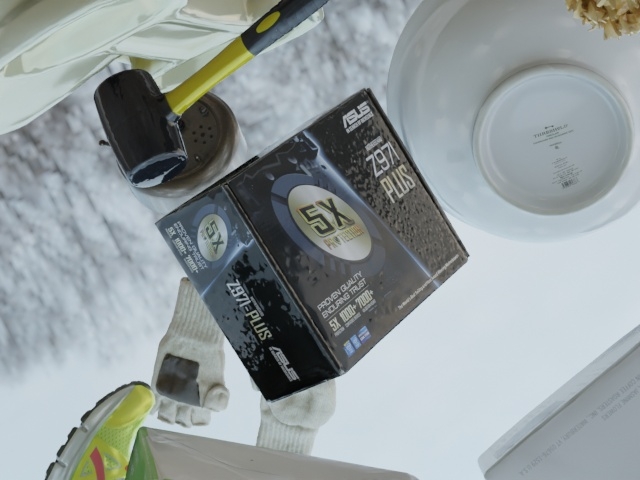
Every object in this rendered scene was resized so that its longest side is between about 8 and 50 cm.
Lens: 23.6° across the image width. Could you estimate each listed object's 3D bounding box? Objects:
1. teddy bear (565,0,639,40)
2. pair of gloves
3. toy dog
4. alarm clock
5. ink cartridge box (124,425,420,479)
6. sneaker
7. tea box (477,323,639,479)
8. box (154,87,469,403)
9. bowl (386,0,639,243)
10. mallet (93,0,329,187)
[{"bbox_3d":[0.156,-0.216,0.710,0.113,0.245,0.338,-4,-140,-16],"label":"teddy bear"},{"bbox_3d":[-0.096,0.175,1.892,0.240,0.204,0.042,25,-155,9],"label":"pair of gloves"},{"bbox_3d":[-0.226,-0.304,1.145,0.395,0.408,0.284,-21,173,34],"label":"toy dog"},{"bbox_3d":[-0.129,-0.081,1.546,0.129,0.192,0.064,-43,158,-11],"label":"alarm clock"},{"bbox_3d":[-0.059,0.320,1.004,0.207,0.353,0.119,13,-173,-14],"label":"ink cartridge box"},{"bbox_3d":[-0.163,0.201,1.099,0.208,0.094,0.081,-63,-179,-14],"label":"sneaker"},{"bbox_3d":[0.309,0.240,1.236,0.220,0.323,0.329,-39,173,0],"label":"tea box"},{"bbox_3d":[0.000,0.000,1.055,0.077,0.147,0.180,-26,-173,43],"label":"box"},{"bbox_3d":[0.206,-0.112,1.396,0.298,0.298,0.134,-21,-159,13],"label":"bowl"},{"bbox_3d":[-0.048,-0.109,0.827,0.190,0.062,0.039,-42,155,19],"label":"mallet"}]
